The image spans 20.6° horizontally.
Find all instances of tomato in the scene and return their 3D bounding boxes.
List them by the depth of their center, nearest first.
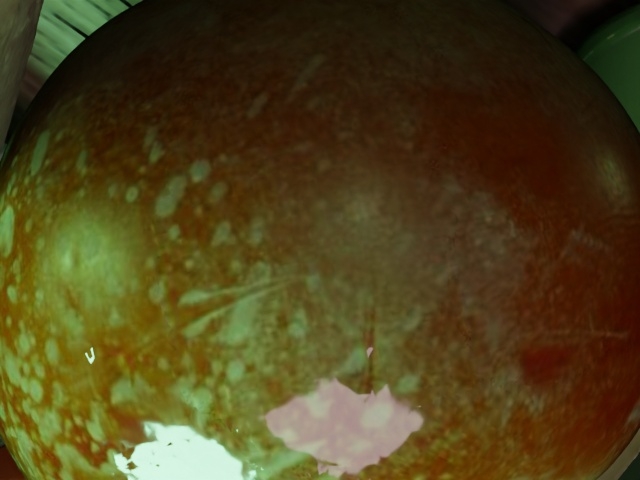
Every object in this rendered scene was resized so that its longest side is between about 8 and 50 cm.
[{"bbox_3d":[0.000,0.000,0.679,0.270,0.270,0.223,-9,97,5],"label":"tomato"}]

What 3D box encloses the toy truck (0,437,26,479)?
[{"bbox_3d":[-0.185,0.122,0.891,0.252,0.107,0.114,-7,143,2],"label":"toy truck"}]

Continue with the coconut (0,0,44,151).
[{"bbox_3d":[-0.198,-0.091,0.563,0.247,0.245,0.245,-4,139,11],"label":"coconut"}]

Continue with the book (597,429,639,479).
[{"bbox_3d":[0.035,0.110,0.802,0.202,0.264,0.027,-8,96,24],"label":"book"}]

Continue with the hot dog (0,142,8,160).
[{"bbox_3d":[-0.196,0.004,0.799,0.108,0.059,0.191,24,136,-11],"label":"hot dog"}]

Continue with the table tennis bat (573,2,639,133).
[{"bbox_3d":[0.173,-0.084,0.754,0.160,0.039,0.257,-8,143,5],"label":"table tennis bat"}]

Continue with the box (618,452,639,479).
[{"bbox_3d":[0.223,0.192,0.940,0.243,0.135,0.163,5,143,27],"label":"box"}]
